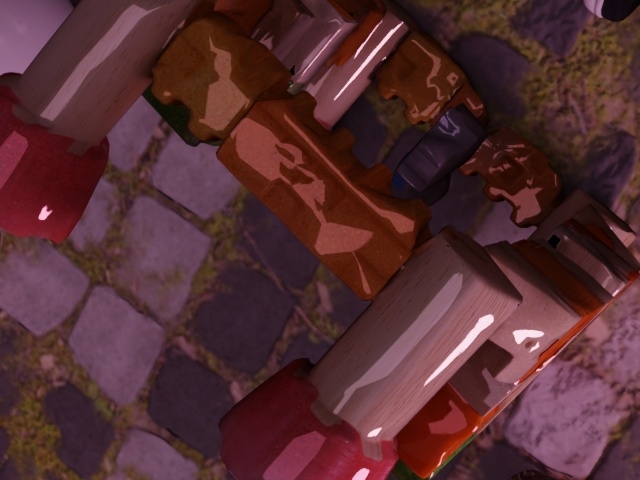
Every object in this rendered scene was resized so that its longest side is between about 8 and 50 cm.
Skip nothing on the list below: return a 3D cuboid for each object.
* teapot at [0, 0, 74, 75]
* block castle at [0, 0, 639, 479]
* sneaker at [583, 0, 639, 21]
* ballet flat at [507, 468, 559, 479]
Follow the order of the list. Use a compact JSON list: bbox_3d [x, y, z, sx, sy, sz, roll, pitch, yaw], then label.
[{"bbox_3d":[-0.309,-0.109,1.278,0.252,0.187,0.256,-27,88,26],"label":"teapot"},{"bbox_3d":[0.000,0.000,1.016,0.303,0.453,0.213,45,107,10],"label":"block castle"},{"bbox_3d":[0.271,-0.199,1.055,0.121,0.079,0.217,43,112,13],"label":"sneaker"},{"bbox_3d":[0.146,0.402,1.193,0.182,0.164,0.483,-12,96,46],"label":"ballet flat"}]
